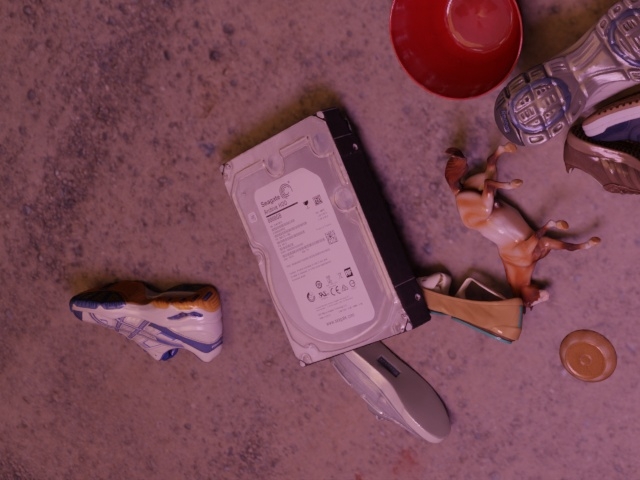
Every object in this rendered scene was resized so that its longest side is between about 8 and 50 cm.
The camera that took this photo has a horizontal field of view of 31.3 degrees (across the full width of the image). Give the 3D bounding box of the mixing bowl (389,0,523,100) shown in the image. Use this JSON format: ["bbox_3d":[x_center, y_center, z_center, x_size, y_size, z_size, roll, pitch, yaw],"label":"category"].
[{"bbox_3d":[0.192,-0.283,1.486,0.181,0.098,0.181,12,117,26],"label":"mixing bowl"}]

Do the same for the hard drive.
[{"bbox_3d":[0.000,0.000,1.691,0.237,0.064,0.339,-23,88,41],"label":"hard drive"}]

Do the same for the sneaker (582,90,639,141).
[{"bbox_3d":[0.471,-0.125,1.396,0.282,0.099,0.153,-15,101,30],"label":"sneaker"}]

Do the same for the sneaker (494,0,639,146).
[{"bbox_3d":[0.351,-0.225,1.419,0.297,0.129,0.111,-27,94,16],"label":"sneaker"}]

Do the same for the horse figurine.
[{"bbox_3d":[0.256,-0.031,1.566,0.263,0.066,0.174,45,147,-5],"label":"horse figurine"}]

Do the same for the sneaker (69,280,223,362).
[{"bbox_3d":[-0.301,0.147,1.942,0.296,0.112,0.131,3,113,29],"label":"sneaker"}]

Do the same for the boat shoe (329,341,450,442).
[{"bbox_3d":[0.105,0.236,1.778,0.227,0.079,0.081,45,132,13],"label":"boat shoe"}]

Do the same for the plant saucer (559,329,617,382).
[{"bbox_3d":[0.379,0.168,1.625,0.083,0.015,0.083,12,116,25],"label":"plant saucer"}]

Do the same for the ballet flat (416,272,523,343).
[{"bbox_3d":[0.195,0.085,1.659,0.232,0.080,0.073,17,93,34],"label":"ballet flat"}]

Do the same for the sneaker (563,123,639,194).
[{"bbox_3d":[0.406,-0.091,1.481,0.188,0.066,0.071,27,138,23],"label":"sneaker"}]
